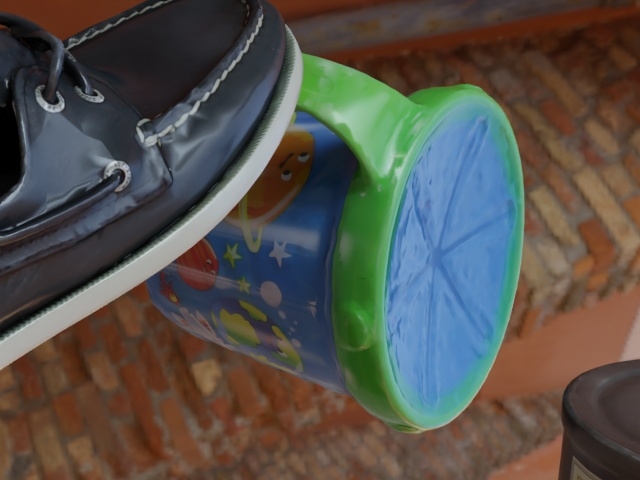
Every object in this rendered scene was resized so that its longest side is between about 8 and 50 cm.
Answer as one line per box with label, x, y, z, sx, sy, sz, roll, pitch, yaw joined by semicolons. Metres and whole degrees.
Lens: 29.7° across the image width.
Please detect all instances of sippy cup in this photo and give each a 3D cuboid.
sippy cup;0.000;0.000;0.865;0.240;0.224;0.305;-27;119;-54

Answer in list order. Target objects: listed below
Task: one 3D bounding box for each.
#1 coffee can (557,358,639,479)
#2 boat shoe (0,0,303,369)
coffee can;0.224;0.227;0.679;0.201;0.202;0.275;-108;-159;-76
boat shoe;-0.136;-0.032;0.473;0.127;0.340;0.113;25;-37;40
